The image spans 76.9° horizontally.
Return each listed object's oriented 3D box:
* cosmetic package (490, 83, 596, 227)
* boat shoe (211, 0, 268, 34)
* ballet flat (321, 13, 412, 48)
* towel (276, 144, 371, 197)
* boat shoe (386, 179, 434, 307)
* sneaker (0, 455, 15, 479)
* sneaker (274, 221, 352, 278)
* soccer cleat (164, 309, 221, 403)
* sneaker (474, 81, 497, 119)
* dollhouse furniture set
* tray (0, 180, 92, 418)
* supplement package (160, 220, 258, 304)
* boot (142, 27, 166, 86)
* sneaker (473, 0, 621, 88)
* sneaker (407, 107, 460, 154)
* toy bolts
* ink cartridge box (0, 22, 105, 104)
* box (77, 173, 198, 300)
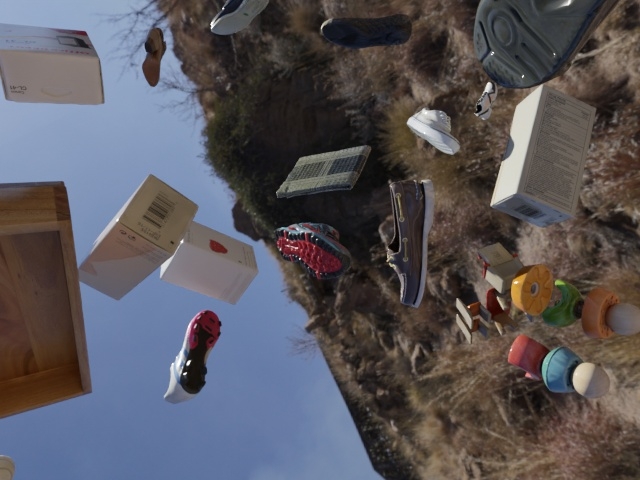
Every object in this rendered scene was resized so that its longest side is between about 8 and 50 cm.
[{"bbox_3d":[0.557,-0.208,1.009,0.113,0.160,0.310,128,164,-74],"label":"cosmetic package"},{"bbox_3d":[-0.242,-0.689,1.191,0.084,0.232,0.079,-4,-99,-50],"label":"boat shoe"},{"bbox_3d":[0.088,-0.402,0.769,0.057,0.172,0.049,89,-177,-68],"label":"ballet flat"},{"bbox_3d":[0.017,-0.263,1.582,0.312,0.323,0.056,-65,-38,-46],"label":"towel"},{"bbox_3d":[0.208,0.014,0.971,0.117,0.096,0.325,-83,-8,-65],"label":"boat shoe"},{"bbox_3d":[-0.667,0.478,0.672,0.292,0.118,0.110,-14,-63,-61],"label":"sneaker"},{"bbox_3d":[0.000,0.000,0.911,0.261,0.125,0.104,23,131,53],"label":"sneaker"},{"bbox_3d":[-0.420,0.366,1.301,0.116,0.143,0.331,43,-155,-25],"label":"soccer cleat"},{"bbox_3d":[0.496,-0.422,1.209,0.040,0.043,0.109,-145,64,-69],"label":"sneaker"},{"bbox_3d":[0.530,0.150,1.190,0.135,0.261,0.259,-112,5,-50],"label":"dollhouse furniture set"},{"bbox_3d":[-0.424,0.107,0.520,0.076,0.202,0.411,57,140,33],"label":"tray"},{"bbox_3d":[-0.402,0.077,1.463,0.292,0.175,0.178,26,-158,-31],"label":"supplement package"},{"bbox_3d":[-0.388,-0.437,0.954,0.087,0.041,0.119,-85,10,-46],"label":"boot"},{"bbox_3d":[0.190,-0.191,0.263,0.087,0.130,0.227,55,174,9],"label":"sneaker"},{"bbox_3d":[0.346,-0.341,1.204,0.094,0.091,0.258,32,-162,-34],"label":"sneaker"},{"bbox_3d":[0.468,0.170,0.754,0.218,0.229,0.158,32,170,-28],"label":"toy bolts"},{"bbox_3d":[-0.742,-0.490,1.112,0.306,0.225,0.131,47,135,42],"label":"ink cartridge box"},{"bbox_3d":[-0.414,0.006,0.891,0.121,0.311,0.148,37,-136,-26],"label":"box"}]
